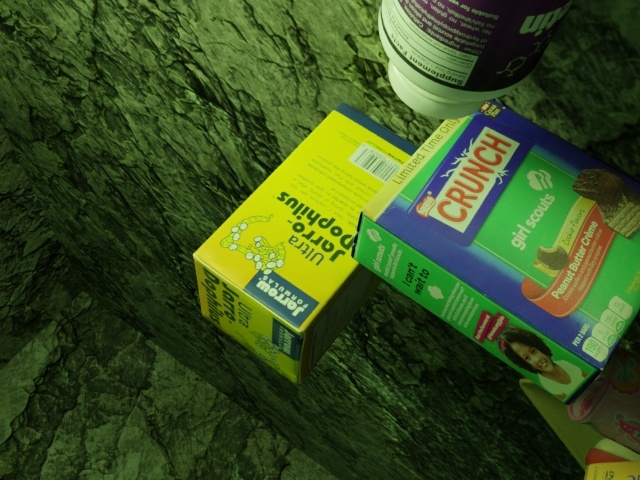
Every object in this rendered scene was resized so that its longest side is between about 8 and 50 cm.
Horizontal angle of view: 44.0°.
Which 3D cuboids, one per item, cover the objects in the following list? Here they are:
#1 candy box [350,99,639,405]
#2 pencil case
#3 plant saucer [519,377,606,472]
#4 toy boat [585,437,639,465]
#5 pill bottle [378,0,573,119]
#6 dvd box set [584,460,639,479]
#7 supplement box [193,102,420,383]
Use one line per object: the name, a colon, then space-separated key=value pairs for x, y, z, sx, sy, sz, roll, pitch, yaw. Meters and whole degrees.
candy box: x=0.241 y=-0.005 z=0.968 sx=0.317 sy=0.268 sz=0.122 roll=33 pitch=149 yaw=16
pencil case: x=0.463 y=0.239 z=1.032 sx=0.284 sy=0.124 sz=0.124 roll=26 pitch=153 yaw=1
plant saucer: x=0.538 y=0.319 z=1.274 sx=0.333 sy=0.081 sz=0.332 roll=51 pitch=151 yaw=-18
toy boat: x=0.482 y=0.419 z=1.241 sx=0.151 sy=0.151 sz=0.231 roll=17 pitch=145 yaw=40
pill bottle: x=0.162 y=-0.263 z=0.780 sx=0.181 sy=0.181 sz=0.323 roll=36 pitch=154 yaw=10
dvd box set: x=0.582 y=0.356 z=0.952 sx=0.307 sy=0.062 sz=0.420 roll=42 pitch=141 yaw=-23
supplement box: x=0.000 y=0.000 z=1.200 sx=0.195 sy=0.356 sz=0.194 roll=33 pitch=152 yaw=15
